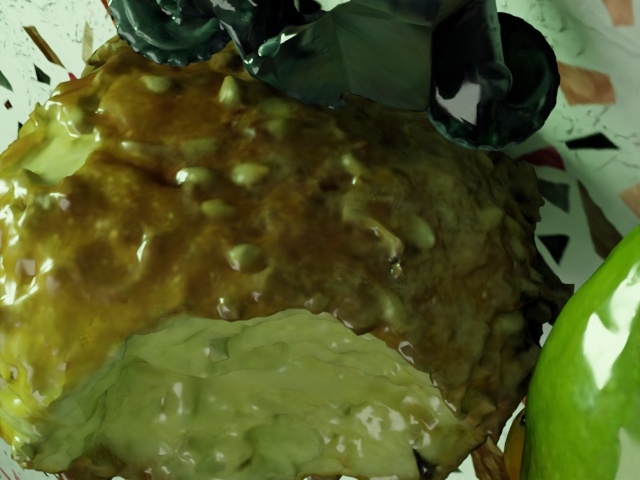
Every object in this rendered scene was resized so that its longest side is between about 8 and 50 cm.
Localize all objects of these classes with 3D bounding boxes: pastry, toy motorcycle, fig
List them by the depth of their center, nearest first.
[{"bbox_3d":[0.232,0.093,0.777,0.233,0.233,0.314,44,149,14],"label":"fig"},{"bbox_3d":[0.018,-0.151,0.836,0.270,0.159,0.106,17,-167,-1],"label":"toy motorcycle"},{"bbox_3d":[-0.054,0.007,0.967,0.292,0.405,0.337,98,169,-47],"label":"pastry"}]

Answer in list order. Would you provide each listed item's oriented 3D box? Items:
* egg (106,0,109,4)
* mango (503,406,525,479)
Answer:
[{"bbox_3d":[-0.108,-0.191,1.086,0.135,0.103,0.103,35,151,43],"label":"egg"},{"bbox_3d":[0.213,0.179,1.083,0.163,0.089,0.111,26,158,25],"label":"mango"}]
